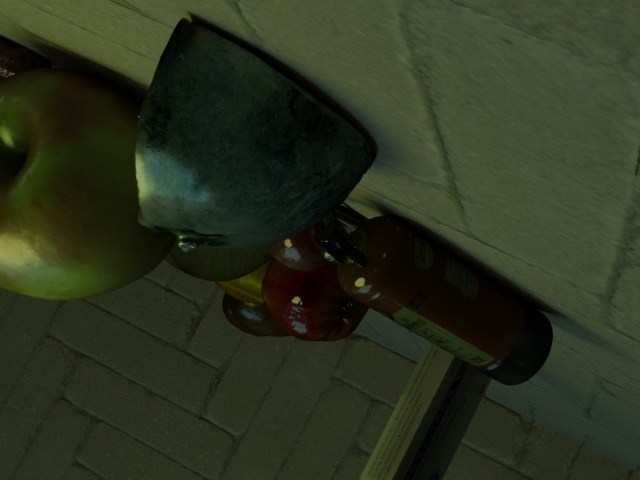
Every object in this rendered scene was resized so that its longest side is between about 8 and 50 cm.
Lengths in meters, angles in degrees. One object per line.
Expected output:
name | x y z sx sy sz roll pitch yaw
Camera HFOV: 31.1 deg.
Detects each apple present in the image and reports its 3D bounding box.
apple | -0.204 -0.058 1.862 0.179 0.254 0.346 -20 150 21
apple | -0.337 -0.069 1.543 0.319 0.319 0.277 24 176 28

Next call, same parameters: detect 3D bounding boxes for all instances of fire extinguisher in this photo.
fire extinguisher | 0.116 0.056 1.485 0.376 0.113 0.200 31 173 -29

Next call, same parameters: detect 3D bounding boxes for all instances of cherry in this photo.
cherry | 0.000 0.000 1.674 0.225 0.090 0.107 4 150 50

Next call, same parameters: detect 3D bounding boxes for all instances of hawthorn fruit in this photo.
hawthorn fruit | -0.089 0.118 2.536 0.248 0.208 0.208 13 178 -19
hawthorn fruit | -0.019 0.083 1.972 0.200 0.179 0.179 18 169 44

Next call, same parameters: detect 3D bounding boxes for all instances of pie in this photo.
pie | -0.424 -0.236 1.707 0.204 0.054 0.219 23 174 32

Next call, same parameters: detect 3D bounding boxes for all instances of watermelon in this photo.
watermelon | -0.069 -0.056 1.114 0.188 0.175 0.322 27 174 15

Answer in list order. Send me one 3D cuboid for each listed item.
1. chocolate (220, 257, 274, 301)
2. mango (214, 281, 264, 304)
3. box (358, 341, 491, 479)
chocolate | -0.119 0.047 2.177 0.445 0.162 0.162 31 173 -36
mango | -0.152 0.035 2.304 0.252 0.154 0.126 47 174 -26
box | 0.207 0.314 2.084 0.065 0.343 0.200 23 172 34
